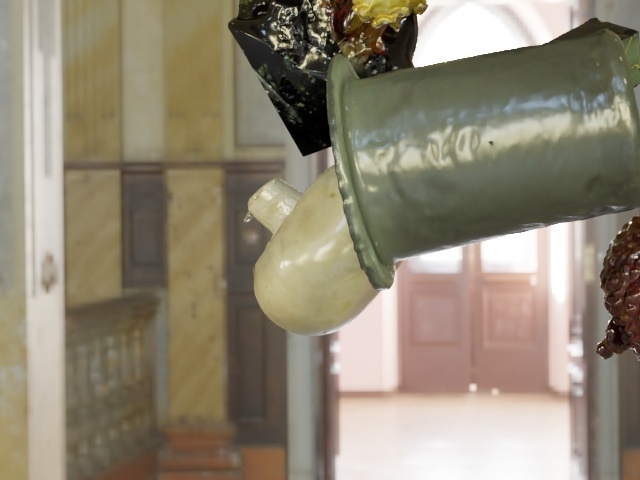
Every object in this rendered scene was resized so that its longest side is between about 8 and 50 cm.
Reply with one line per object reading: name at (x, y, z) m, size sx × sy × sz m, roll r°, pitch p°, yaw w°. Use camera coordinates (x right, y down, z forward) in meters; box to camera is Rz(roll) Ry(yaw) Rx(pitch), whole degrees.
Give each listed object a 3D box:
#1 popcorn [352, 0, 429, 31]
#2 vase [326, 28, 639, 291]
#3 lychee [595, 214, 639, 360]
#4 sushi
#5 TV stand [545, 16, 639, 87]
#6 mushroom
popcorn at (0.071, -0.253, 1.440) m, size 0.083 × 0.082 × 0.057 m, roll 23°, pitch 35°, yaw 5°
vase at (0.171, -0.089, 1.402) m, size 0.291 × 0.245 × 0.245 m, roll -10°, pitch -2°, yaw 12°
lychee at (0.482, 0.075, 1.839) m, size 0.300 × 0.264 × 0.264 m, roll -38°, pitch -16°, yaw 22°
sushi at (0.023, -0.281, 1.852) m, size 0.212 × 0.215 × 0.227 m, roll -17°, pitch 32°, yaw 19°
TV stand at (0.292, -0.195, 1.825) m, size 0.270 × 0.082 × 0.088 m, roll -30°, pitch 34°, yaw -27°
mushroom at (0.000, 0.000, 1.768) m, size 0.202 × 0.246 × 0.246 m, roll 34°, pitch 0°, yaw 0°
